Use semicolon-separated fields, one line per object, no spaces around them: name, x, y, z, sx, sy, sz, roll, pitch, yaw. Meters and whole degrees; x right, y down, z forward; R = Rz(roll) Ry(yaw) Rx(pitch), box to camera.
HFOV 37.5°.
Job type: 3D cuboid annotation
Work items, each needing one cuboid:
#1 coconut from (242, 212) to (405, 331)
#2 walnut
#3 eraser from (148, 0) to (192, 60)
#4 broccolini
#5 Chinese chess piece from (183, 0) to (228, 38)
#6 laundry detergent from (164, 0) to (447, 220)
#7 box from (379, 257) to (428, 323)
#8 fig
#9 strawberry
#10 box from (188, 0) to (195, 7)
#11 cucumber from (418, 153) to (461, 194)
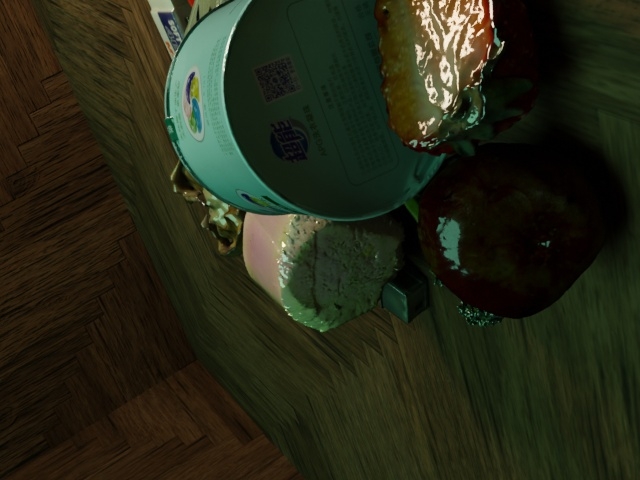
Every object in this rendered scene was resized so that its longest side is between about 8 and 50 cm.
coconut;0.000;0.000;1.438;0.245;0.233;0.233;46;160;60
walnut;-0.185;-0.096;1.917;0.238;0.141;0.204;55;149;14
eraser;-0.221;-0.348;1.697;0.124;0.081;0.279;24;141;60
broccolini;0.125;-0.025;1.313;0.392;0.074;0.079;48;168;34
Chinese chess piece;-0.137;-0.289;1.384;0.238;0.092;0.238;-172;90;-68
laundry detergent;-0.028;-0.171;1.145;0.287;0.287;0.305;64;161;-14
box;0.132;0.080;1.487;0.063;0.060;0.084;39;153;36
fig;0.202;-0.005;1.037;0.190;0.190;0.290;55;180;11
strawberry;0.145;-0.196;0.955;0.190;0.111;0.236;-50;46;42
box;-0.151;-0.359;1.551;0.175;0.048;0.112;61;159;-3
cucumber;0.148;-0.078;1.228;0.163;0.039;0.043;147;117;-71
